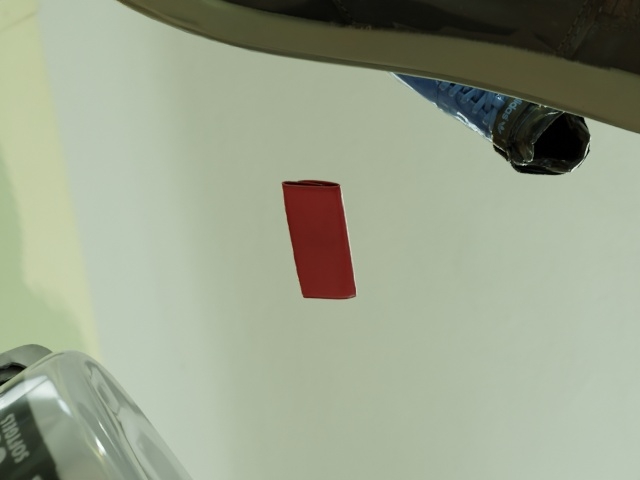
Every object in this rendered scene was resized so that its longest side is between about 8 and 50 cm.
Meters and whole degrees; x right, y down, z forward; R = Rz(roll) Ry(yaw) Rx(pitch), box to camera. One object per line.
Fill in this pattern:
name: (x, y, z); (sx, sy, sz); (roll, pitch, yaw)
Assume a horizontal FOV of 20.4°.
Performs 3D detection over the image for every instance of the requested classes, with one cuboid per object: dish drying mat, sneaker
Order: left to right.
dish drying mat: (0.000, 0.000, 0.939); (0.032, 0.008, 0.083); (4, -45, 13)
sneaker: (0.033, -0.105, 0.442); (0.222, 0.083, 0.118); (14, -64, 14)
sneaker: (0.095, -0.087, 1.012); (0.152, 0.058, 0.084); (36, 0, -34)

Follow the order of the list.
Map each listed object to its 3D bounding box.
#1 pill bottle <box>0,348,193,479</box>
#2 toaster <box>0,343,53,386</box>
pill bottle: (-0.120, 0.133, 0.483); (0.119, 0.208, 0.119); (55, -2, 3)
toaster: (-0.193, 0.169, 1.056); (0.168, 0.186, 0.110); (54, -49, 14)
